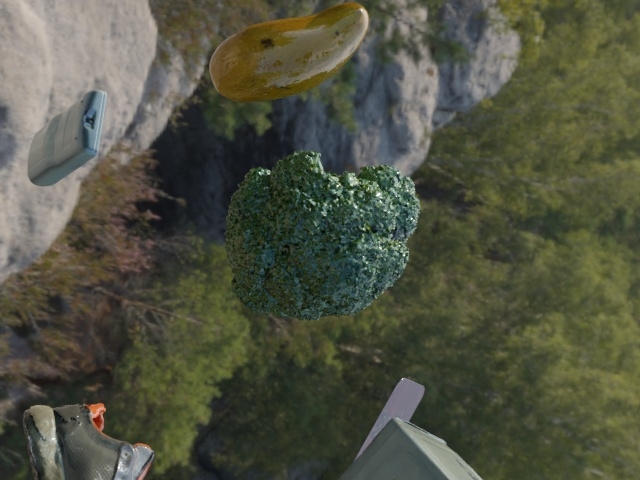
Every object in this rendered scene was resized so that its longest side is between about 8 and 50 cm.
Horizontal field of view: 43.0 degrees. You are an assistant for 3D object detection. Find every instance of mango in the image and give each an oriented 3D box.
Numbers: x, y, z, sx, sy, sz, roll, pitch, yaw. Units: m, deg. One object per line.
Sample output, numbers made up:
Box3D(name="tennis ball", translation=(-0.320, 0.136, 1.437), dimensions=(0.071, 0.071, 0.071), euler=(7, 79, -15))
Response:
Box3D(name="mango", translation=(-0.045, -0.283, 1.257), dimensions=(0.157, 0.262, 0.108), euler=(45, 29, -75))

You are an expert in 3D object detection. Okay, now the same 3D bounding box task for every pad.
Box3D(name="pad", translation=(0.166, 0.465, 2.000), dimensions=(0.267, 0.004, 0.181), euler=(-61, 147, -3))

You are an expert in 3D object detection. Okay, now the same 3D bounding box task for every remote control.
Box3D(name="remote control", translation=(-0.238, -0.092, 0.753), dimensions=(0.029, 0.162, 0.061), euler=(11, 76, -32))

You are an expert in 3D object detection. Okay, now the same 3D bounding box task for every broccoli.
Box3D(name="broccoli", translation=(-0.005, -0.005, 1.559), dimensions=(0.413, 0.310, 0.321), euler=(-36, 162, 10))

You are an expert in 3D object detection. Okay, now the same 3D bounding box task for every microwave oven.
Box3D(name="microwave oven", translation=(0.068, 0.291, 0.722), dimensions=(0.208, 0.162, 0.122), euler=(-49, 140, 4))

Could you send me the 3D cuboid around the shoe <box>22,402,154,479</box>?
Box3D(name="shoe", translation=(-0.318, 0.369, 1.190), dimensions=(0.171, 0.336, 0.132), euler=(-13, 136, -25))
